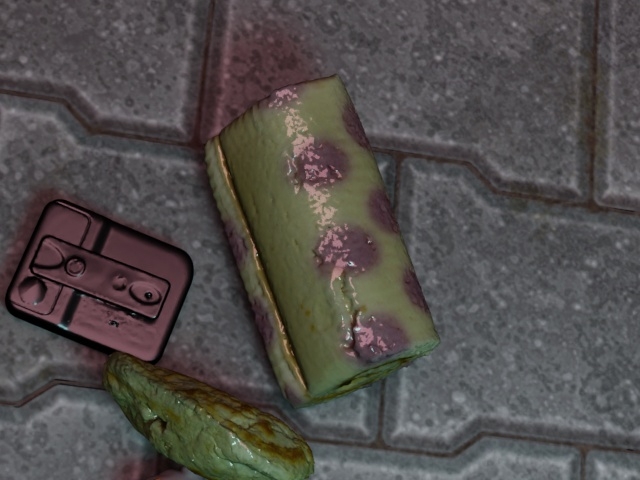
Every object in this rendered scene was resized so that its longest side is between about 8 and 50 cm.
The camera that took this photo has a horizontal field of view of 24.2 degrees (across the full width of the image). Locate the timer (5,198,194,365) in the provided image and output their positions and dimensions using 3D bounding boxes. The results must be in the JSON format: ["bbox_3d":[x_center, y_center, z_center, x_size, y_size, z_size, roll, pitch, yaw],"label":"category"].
[{"bbox_3d":[-0.245,0.047,1.681,0.187,0.055,0.144,22,70,-6],"label":"timer"}]

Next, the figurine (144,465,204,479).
[{"bbox_3d":[-0.128,0.310,1.605,0.229,0.112,0.137,10,79,-23],"label":"figurine"}]

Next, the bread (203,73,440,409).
[{"bbox_3d":[0.000,0.000,1.682,0.155,0.187,0.338,-11,75,-41],"label":"bread"}]

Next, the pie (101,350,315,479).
[{"bbox_3d":[-0.119,0.201,1.587,0.248,0.201,0.090,24,85,32],"label":"pie"}]
